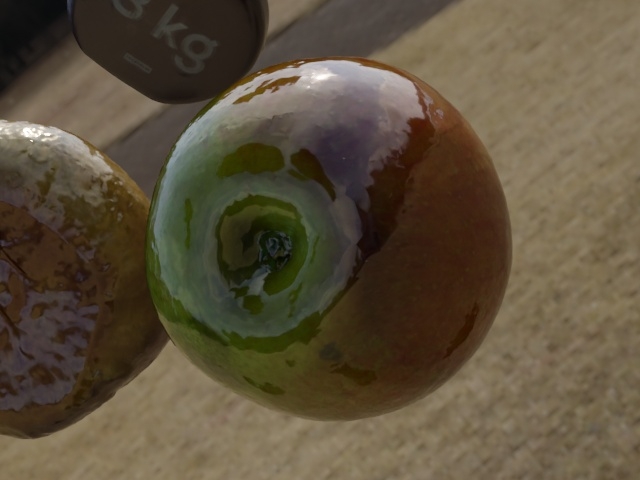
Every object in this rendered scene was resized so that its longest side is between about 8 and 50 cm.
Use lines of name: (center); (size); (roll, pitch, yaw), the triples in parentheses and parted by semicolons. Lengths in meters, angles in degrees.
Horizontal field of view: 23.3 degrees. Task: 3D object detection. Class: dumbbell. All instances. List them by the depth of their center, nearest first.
dumbbell: (-0.088, -0.209, 1.117); (0.124, 0.140, 0.225); (-43, 20, 35)

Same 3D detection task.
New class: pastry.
pastry: (-0.303, 0.035, 1.527); (0.356, 0.356, 0.164); (-32, 8, 29)

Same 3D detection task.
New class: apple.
apple: (0.000, 0.000, 0.812); (0.196, 0.196, 0.196); (-37, 15, 12)
